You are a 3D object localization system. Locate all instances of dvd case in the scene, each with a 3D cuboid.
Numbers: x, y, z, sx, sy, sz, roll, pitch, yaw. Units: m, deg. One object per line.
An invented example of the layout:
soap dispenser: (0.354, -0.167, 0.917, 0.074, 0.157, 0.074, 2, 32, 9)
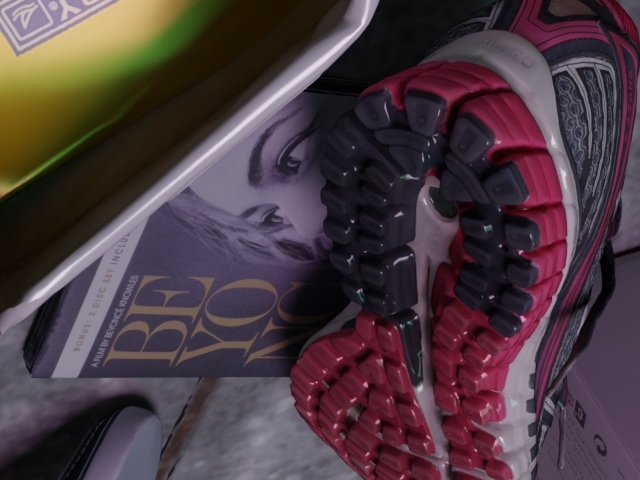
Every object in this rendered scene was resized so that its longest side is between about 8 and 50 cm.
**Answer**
dvd case: (0.000, 0.000, 0.670, 0.221, 0.018, 0.164, 3, 132, -31)

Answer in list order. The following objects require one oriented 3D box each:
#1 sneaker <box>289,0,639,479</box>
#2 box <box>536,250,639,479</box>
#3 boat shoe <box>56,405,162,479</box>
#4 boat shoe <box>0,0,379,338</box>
sneaker: (0.069, 0.028, 0.641, 0.112, 0.121, 0.299, -43, 159, -32)
box: (0.229, 0.162, 0.852, 0.215, 0.168, 0.345, -16, 139, -13)
boat shoe: (-0.142, 0.148, 0.693, 0.065, 0.083, 0.183, 70, 43, -67)
boat shoe: (-0.134, -0.002, 0.457, 0.367, 0.156, 0.136, -31, 120, 1)
